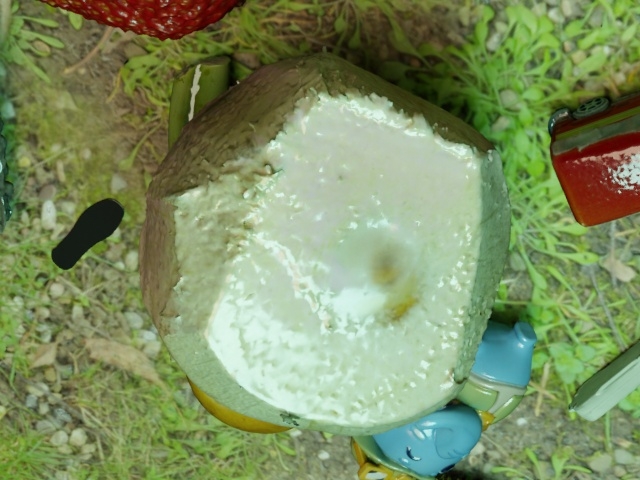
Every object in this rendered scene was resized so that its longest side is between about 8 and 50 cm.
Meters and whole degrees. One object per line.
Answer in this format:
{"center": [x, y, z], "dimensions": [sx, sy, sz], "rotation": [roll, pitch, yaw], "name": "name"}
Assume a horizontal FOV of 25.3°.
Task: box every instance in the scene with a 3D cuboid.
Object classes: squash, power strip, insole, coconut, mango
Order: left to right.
{"center": [-0.292, -0.007, 1.785], "dimensions": [0.045, 0.002, 0.135], "rotation": [44, 119, -6], "name": "insole"}
{"center": [-0.133, -0.093, 1.656], "dimensions": [0.083, 0.083, 0.250], "rotation": [4, 113, 15], "name": "squash"}
{"center": [-0.084, 0.181, 1.764], "dimensions": [0.178, 0.090, 0.115], "rotation": [-2, 102, 21], "name": "mango"}
{"center": [0.000, 0.000, 1.514], "dimensions": [0.404, 0.404, 0.405], "rotation": [7, 117, 14], "name": "coconut"}
{"center": [0.358, 0.146, 1.635], "dimensions": [0.030, 0.047, 0.191], "rotation": [40, 121, -9], "name": "power strip"}

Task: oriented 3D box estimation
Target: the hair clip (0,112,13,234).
{"center": [-0.440, -0.154, 1.714], "dimensions": [0.138, 0.091, 0.321], "rotation": [5, 128, 6], "name": "hair clip"}

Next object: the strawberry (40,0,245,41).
{"center": [-0.186, -0.324, 1.458], "dimensions": [0.288, 0.238, 0.250], "rotation": [-8, 104, -6], "name": "strawberry"}

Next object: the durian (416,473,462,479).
{"center": [0.173, 0.389, 1.759], "dimensions": [0.237, 0.138, 0.194], "rotation": [10, 117, 12], "name": "durian"}

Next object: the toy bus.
{"center": [0.368, -0.101, 1.470], "dimensions": [0.265, 0.120, 0.121], "rotation": [-17, 110, 24], "name": "toy bus"}

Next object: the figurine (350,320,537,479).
{"center": [0.132, 0.186, 1.660], "dimensions": [0.154, 0.180, 0.262], "rotation": [50, 129, 24], "name": "figurine"}
